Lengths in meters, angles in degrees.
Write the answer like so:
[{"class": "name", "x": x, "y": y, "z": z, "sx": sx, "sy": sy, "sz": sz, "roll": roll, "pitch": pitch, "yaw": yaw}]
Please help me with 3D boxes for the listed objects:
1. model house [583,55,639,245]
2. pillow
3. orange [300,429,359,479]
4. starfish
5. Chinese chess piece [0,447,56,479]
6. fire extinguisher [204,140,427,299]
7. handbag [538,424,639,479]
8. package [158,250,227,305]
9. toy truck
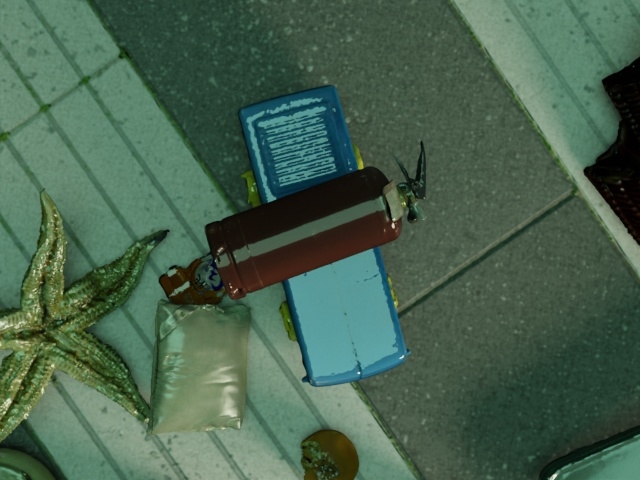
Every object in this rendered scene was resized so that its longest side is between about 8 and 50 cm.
[{"class": "model house", "x": 0.451, "y": -0.116, "z": 1.252, "sx": 0.282, "sy": 0.297, "sz": 0.317, "roll": -30, "pitch": 99, "yaw": 44}, {"class": "pillow", "x": -0.161, "y": 0.171, "z": 1.322, "sx": 0.134, "sy": 0.078, "sz": 0.181, "roll": 5, "pitch": 92, "yaw": -23}, {"class": "orange", "x": 0.012, "y": 0.296, "z": 1.343, "sx": 0.086, "sy": 0.062, "sz": 0.086, "roll": 0, "pitch": 92, "yaw": -4}, {"class": "starfish", "x": -0.357, "y": 0.106, "z": 1.273, "sx": 0.358, "sy": 0.078, "sz": 0.347, "roll": 6, "pitch": 94, "yaw": -33}, {"class": "Chinese chess piece", "x": -0.433, "y": 0.370, "z": 1.328, "sx": 0.188, "sy": 0.083, "sz": 0.188, "roll": 0, "pitch": 93, "yaw": -3}, {"class": "fire extinguisher", "x": 0.006, "y": -0.025, "z": 1.155, "sx": 0.269, "sy": 0.105, "sz": 0.105, "roll": -20, "pitch": 92, "yaw": 0}, {"class": "handbag", "x": 0.467, "y": 0.351, "z": 1.305, "sx": 0.326, "sy": 0.089, "sz": 0.238, "roll": -25, "pitch": 78, "yaw": 3}, {"class": "package", "x": -0.160, "y": 0.054, "z": 1.349, "sx": 0.110, "sy": 0.033, "sz": 0.077, "roll": -36, "pitch": 109, "yaw": 20}, {"class": "toy truck", "x": 0.000, "y": 0.000, "z": 1.285, "sx": 0.161, "sy": 0.162, "sz": 0.385, "roll": -14, "pitch": 92, "yaw": -2}]
